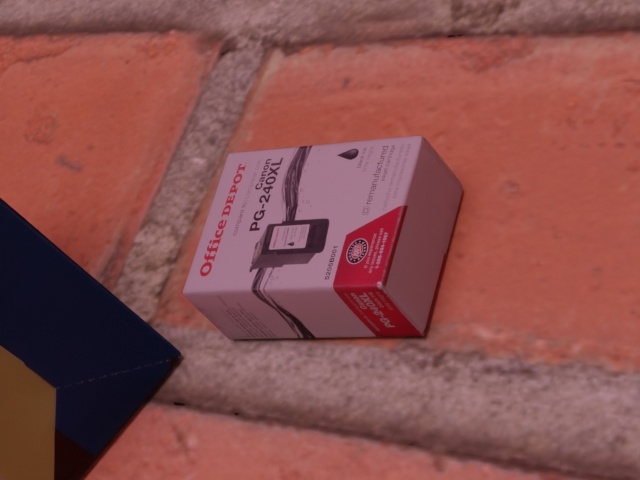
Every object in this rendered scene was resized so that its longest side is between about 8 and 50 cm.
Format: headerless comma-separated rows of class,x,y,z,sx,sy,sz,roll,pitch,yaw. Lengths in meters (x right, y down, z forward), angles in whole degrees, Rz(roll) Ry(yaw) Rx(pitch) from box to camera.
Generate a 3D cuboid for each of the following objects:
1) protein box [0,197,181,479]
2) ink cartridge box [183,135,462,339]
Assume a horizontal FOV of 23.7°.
protein box,-0.238,0.037,0.993,0.136,0.200,0.201,-50,44,-7
ink cartridge box,0.000,0.000,0.949,0.150,0.063,0.109,-3,57,33
